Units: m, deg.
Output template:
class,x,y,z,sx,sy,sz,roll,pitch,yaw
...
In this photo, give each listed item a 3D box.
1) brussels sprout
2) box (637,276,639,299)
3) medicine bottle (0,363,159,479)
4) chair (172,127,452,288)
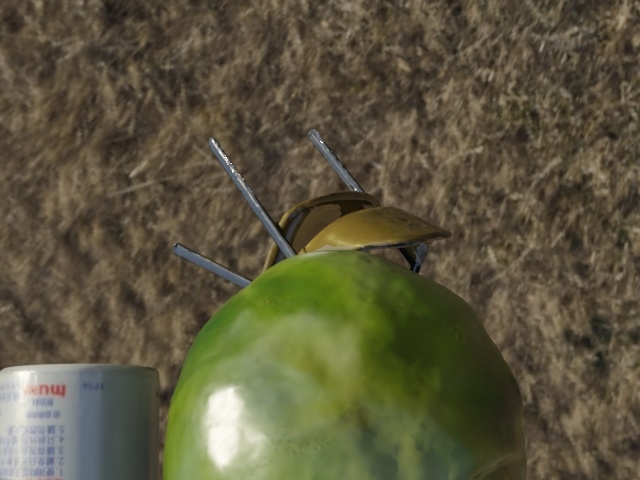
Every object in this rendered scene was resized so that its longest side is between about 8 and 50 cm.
class,x,y,z,sx,sy,sz,roll,pitch,yaw
brussels sprout,0.034,0.170,0.778,0.268,0.344,0.344,-20,118,24
box,0.382,0.053,1.108,0.089,0.122,0.062,-23,100,26
medicine bottle,-0.191,0.270,0.816,0.130,0.341,0.130,-1,169,0
chair,0.000,0.000,1.053,0.247,0.158,0.172,41,123,33
